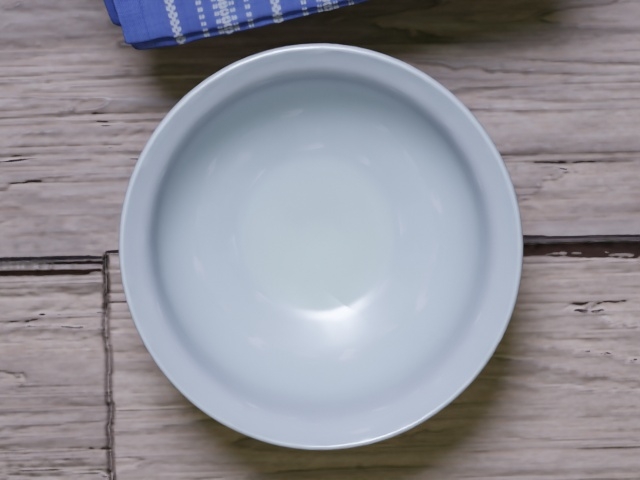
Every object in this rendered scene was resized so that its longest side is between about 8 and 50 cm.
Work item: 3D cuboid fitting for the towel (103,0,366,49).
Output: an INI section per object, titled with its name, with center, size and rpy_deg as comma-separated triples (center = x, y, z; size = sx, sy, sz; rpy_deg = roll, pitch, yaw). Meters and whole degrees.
[towel]
center = -0.004, -0.257, 0.898
size = 0.336, 0.040, 0.243
rpy_deg = -12, 135, 2

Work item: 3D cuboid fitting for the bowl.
[bowl]
center = 0.000, 0.000, 1.053
size = 0.297, 0.134, 0.298
rpy_deg = 0, 97, -1
